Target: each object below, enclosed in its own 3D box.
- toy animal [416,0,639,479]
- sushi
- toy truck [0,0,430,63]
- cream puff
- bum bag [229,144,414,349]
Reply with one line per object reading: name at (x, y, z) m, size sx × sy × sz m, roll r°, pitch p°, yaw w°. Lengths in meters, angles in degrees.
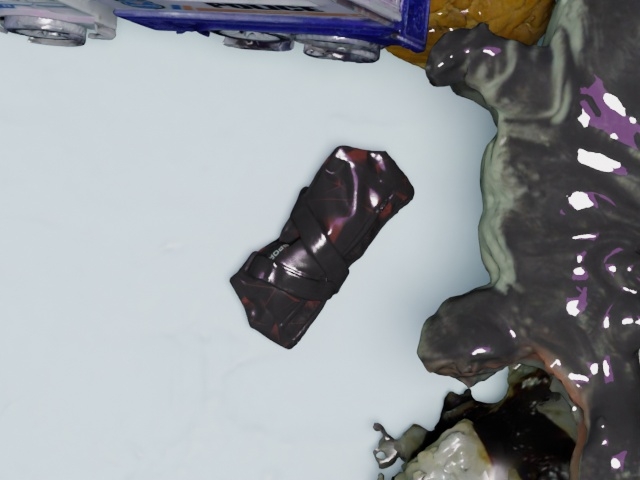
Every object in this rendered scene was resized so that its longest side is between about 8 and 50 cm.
toy animal at (0.131, -0.041, 0.867) m, size 0.168 × 0.106 × 0.343 m, roll 18°, pitch 91°, yaw 13°
sushi at (0.115, 0.124, 0.944) m, size 0.291 × 0.139 × 0.131 m, roll -30°, pitch 84°, yaw -4°
toy truck at (-0.084, -0.164, 0.880) m, size 0.268 × 0.155 × 0.124 m, roll 5°, pitch 88°, yaw 23°
cream puff at (0.070, -0.158, 0.959) m, size 0.144 × 0.103 × 0.126 m, roll 6°, pitch 89°, yaw 0°
bum bag at (0.000, 0.000, 0.983) m, size 0.058 × 0.034 × 0.124 m, roll 37°, pitch 86°, yaw -18°
